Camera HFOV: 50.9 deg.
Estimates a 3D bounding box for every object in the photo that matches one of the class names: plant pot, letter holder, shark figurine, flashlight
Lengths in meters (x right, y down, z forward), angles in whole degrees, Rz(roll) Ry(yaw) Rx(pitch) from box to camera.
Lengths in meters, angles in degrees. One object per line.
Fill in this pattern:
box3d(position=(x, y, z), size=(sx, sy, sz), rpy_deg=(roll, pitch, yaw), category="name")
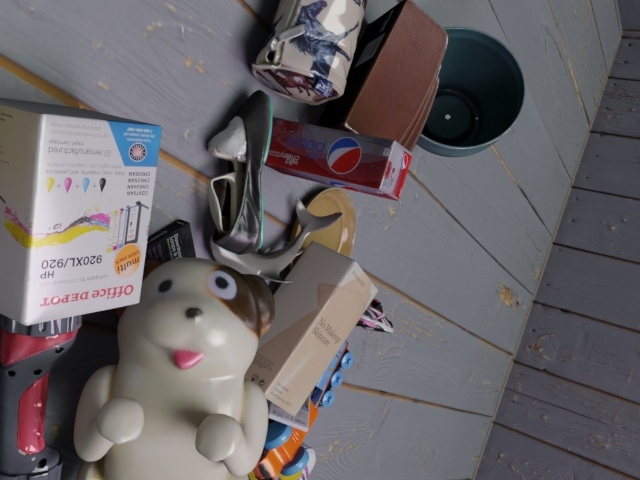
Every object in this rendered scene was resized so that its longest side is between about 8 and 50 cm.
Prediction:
box3d(position=(0.000, 0.000, 1.441), size=(0.236, 0.032, 0.236), rpy_deg=(-31, 128, -48), category="plant pot")
box3d(position=(0.154, -0.281, 1.352), size=(0.214, 0.152, 0.302), rpy_deg=(32, 73, -20), category="letter holder")
box3d(position=(-0.077, 0.036, 1.252), size=(0.278, 0.116, 0.166), rpy_deg=(-22, 125, -42), category="shark figurine")
box3d(position=(-0.378, 0.209, 0.899), size=(0.103, 0.103, 0.304), rpy_deg=(-13, 113, -57), category="flashlight")
box3d(position=(0.309, -0.317, 1.574), size=(0.196, 0.293, 0.293), rpy_deg=(83, 30, -76), category="plant pot")

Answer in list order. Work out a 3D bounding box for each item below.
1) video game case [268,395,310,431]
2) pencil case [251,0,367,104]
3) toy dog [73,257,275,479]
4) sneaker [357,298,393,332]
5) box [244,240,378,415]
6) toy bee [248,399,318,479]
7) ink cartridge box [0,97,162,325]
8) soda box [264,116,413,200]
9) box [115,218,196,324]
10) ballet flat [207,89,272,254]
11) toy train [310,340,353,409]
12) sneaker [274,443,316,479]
box3d(position=(-0.063, 0.339, 1.399), size=(0.122, 0.087, 0.011), rpy_deg=(-86, -158, -64), category="video game case")
box3d(position=(0.010, -0.445, 1.141), size=(0.183, 0.159, 0.410), rpy_deg=(13, 93, -72), category="pencil case")
box3d(position=(-0.191, 0.228, 0.980), size=(0.395, 0.284, 0.408), rpy_deg=(-66, 167, -77), category="toy dog")
box3d(position=(0.142, 0.189, 1.708), size=(0.178, 0.072, 0.077), rpy_deg=(33, 66, -62), category="sneaker")
box3d(position=(-0.034, 0.173, 1.343), size=(0.311, 0.121, 0.148), rpy_deg=(-56, 143, -11), category="box")
box3d(position=(-0.118, 0.430, 1.378), size=(0.298, 0.162, 0.195), rpy_deg=(-16, 86, -67), category="toy bee")
box3d(position=(-0.321, -0.042, 0.810), size=(0.171, 0.168, 0.233), rpy_deg=(-7, 110, -56), category="ink cartridge box")
box3d(position=(0.023, -0.146, 1.194), size=(0.083, 0.263, 0.092), rpy_deg=(20, 87, -58), category="soda box")
box3d(position=(-0.263, 0.052, 1.069), size=(0.162, 0.029, 0.116), rpy_deg=(-39, 134, -43), category="box")
box3d(position=(-0.136, -0.117, 1.116), size=(0.096, 0.095, 0.281), rpy_deg=(4, 87, -33), category="ballet flat")
box3d(position=(0.003, 0.298, 1.540), size=(0.105, 0.080, 0.184), rpy_deg=(43, 69, -45), category="toy train")
box3d(position=(-0.059, 0.590, 1.495), size=(0.282, 0.161, 0.102), rpy_deg=(-45, 136, -39), category="sneaker")
